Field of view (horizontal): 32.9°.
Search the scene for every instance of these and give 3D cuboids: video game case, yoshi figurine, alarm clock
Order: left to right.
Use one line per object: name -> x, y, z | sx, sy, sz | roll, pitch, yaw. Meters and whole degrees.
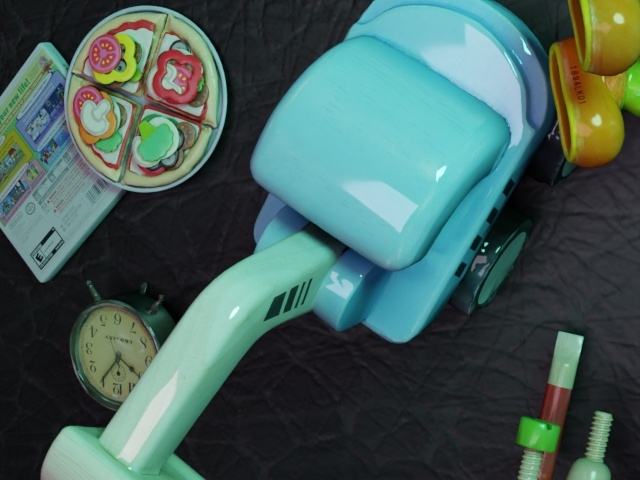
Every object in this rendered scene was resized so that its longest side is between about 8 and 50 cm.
video game case -> -0.320, -0.088, 1.265 | 0.212, 0.023, 0.193 | -45, 78, 28
alarm clock -> -0.218, 0.143, 1.231 | 0.129, 0.064, 0.192 | 10, 102, 26
yoshi figurine -> 0.356, -0.120, 0.753 | 0.362, 0.203, 0.203 | -6, 104, 1

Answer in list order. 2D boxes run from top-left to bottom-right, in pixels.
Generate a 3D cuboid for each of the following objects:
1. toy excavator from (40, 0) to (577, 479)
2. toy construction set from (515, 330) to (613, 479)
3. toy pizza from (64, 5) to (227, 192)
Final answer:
toy excavator -> 0.000, 0.000, 0.870 | 0.222, 0.445, 0.432 | 36, 114, 18
toy construction set -> 0.316, 0.123, 0.887 | 0.309, 0.257, 0.237 | 10, 87, 43
toy pizza -> -0.195, -0.152, 1.164 | 0.201, 0.032, 0.201 | 2, 94, 21
